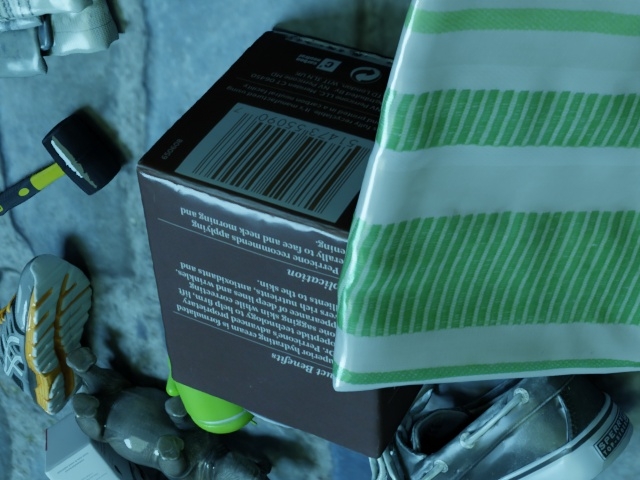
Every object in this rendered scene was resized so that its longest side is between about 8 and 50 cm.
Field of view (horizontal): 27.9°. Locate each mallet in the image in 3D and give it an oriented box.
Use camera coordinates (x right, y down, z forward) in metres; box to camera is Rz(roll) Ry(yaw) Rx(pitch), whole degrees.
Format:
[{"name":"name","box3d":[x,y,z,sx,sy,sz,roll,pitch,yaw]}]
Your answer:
[{"name":"mallet","box3d":[-0.241,-0.059,1.088,0.190,0.039,0.062,-11,120,47]}]

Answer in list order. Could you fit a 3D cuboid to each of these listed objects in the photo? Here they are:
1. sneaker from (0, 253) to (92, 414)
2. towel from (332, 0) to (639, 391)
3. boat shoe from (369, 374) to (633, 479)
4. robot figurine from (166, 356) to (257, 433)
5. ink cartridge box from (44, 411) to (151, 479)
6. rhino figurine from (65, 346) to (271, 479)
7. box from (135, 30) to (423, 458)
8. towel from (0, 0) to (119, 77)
[{"name":"sneaker","box3d":[-0.269,0.083,1.206,0.083,0.084,0.215,32,141,14]},{"name":"towel","box3d":[0.143,-0.041,0.686,0.248,0.038,0.324,-1,133,-18]},{"name":"boat shoe","box3d":[0.095,0.173,1.004,0.105,0.113,0.306,49,137,-4]},{"name":"robot figurine","box3d":[-0.091,0.120,1.120,0.101,0.067,0.115,1,129,25]},{"name":"ink cartridge box","box3d":[-0.216,0.245,1.304,0.135,0.056,0.099,56,-179,-22]},{"name":"rhino figurine","box3d":[-0.133,0.188,1.208,0.243,0.073,0.106,26,158,12]},{"name":"box","box3d":[0.000,0.000,0.861,0.169,0.167,0.203,18,137,21]},{"name":"towel","box3d":[-0.326,-0.248,0.906,0.312,0.056,0.324,-3,128,22]}]
